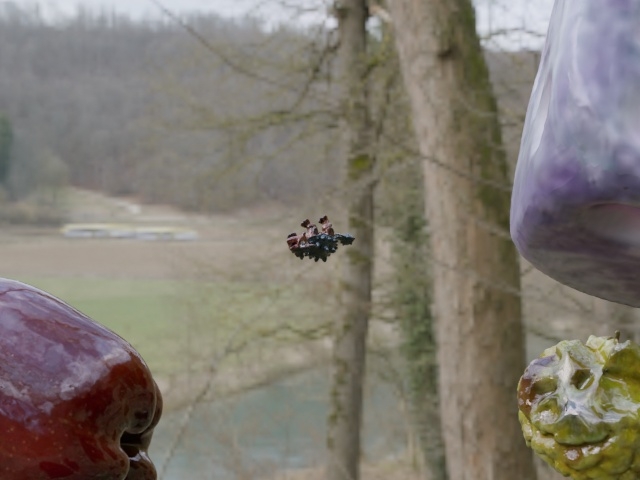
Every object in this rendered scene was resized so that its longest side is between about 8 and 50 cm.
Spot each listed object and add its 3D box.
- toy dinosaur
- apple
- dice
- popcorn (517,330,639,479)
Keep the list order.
[{"bbox_3d":[0.000,0.000,1.624,0.049,0.055,0.154,-46,-21,28],"label":"toy dinosaur"},{"bbox_3d":[-0.326,0.189,1.248,0.316,0.288,0.288,14,0,10],"label":"apple"},{"bbox_3d":[0.314,-0.099,1.006,0.270,0.270,0.271,12,-20,5],"label":"dice"},{"bbox_3d":[0.358,0.221,1.562,0.218,0.189,0.169,37,-3,46],"label":"popcorn"}]
